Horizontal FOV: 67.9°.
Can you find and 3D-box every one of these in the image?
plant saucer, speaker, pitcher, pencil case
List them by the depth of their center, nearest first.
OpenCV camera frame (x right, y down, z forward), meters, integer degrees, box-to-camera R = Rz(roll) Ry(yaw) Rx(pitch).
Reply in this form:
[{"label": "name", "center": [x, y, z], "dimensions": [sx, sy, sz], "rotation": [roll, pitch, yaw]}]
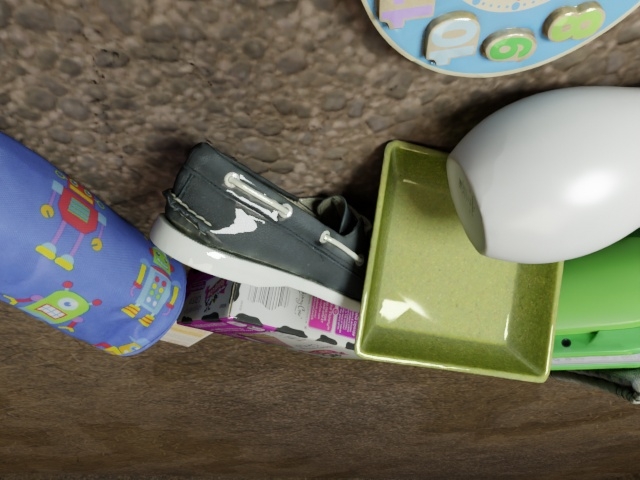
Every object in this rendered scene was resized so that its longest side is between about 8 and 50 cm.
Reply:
[{"label": "pitcher", "center": [0.215, -0.045, 0.378], "dimensions": [0.207, 0.126, 0.178], "rotation": [-18, 141, 5]}, {"label": "pencil case", "center": [-0.258, 0.001, 0.415], "dimensions": [0.133, 0.119, 0.306], "rotation": [-30, 140, 10]}, {"label": "plant saucer", "center": [0.127, 0.022, 0.439], "dimensions": [0.188, 0.189, 0.045], "rotation": [11, 175, -12]}, {"label": "speaker", "center": [0.249, 0.066, 0.498], "dimensions": [0.296, 0.131, 0.131], "rotation": [-14, 146, 37]}]

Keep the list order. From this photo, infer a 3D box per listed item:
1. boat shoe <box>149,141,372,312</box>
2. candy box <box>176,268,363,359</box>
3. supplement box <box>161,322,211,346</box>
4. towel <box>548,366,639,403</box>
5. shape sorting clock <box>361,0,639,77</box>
[{"label": "boat shoe", "center": [0.000, 0.000, 0.447], "dimensions": [0.302, 0.114, 0.091], "rotation": [16, 104, -46]}, {"label": "candy box", "center": [-0.031, 0.091, 0.569], "dimensions": [0.233, 0.071, 0.159], "rotation": [20, 159, -30]}, {"label": "supplement box", "center": [-0.183, 0.110, 0.657], "dimensions": [0.062, 0.036, 0.098], "rotation": [26, 137, -36]}, {"label": "towel", "center": [0.431, 0.146, 0.595], "dimensions": [0.311, 0.056, 0.324], "rotation": [-9, 173, -3]}, {"label": "shape sorting clock", "center": [0.116, -0.173, 0.251], "dimensions": [0.206, 0.040, 0.206], "rotation": [-1, 146, -1]}]
